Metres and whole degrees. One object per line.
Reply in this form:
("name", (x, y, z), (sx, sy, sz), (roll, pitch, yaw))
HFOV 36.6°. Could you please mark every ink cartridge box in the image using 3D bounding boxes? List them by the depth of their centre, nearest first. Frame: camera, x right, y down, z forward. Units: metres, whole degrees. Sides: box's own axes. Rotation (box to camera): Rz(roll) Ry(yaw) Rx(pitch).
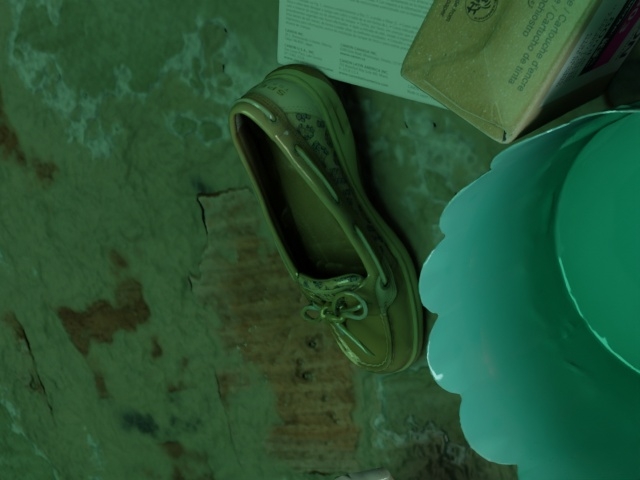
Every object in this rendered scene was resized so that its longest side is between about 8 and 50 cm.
("ink cartridge box", (0.170, -0.189, 0.586), (0.088, 0.193, 0.235), (38, 123, 18))
("ink cartridge box", (0.056, -0.223, 0.725), (0.181, 0.056, 0.225), (21, 122, 28))

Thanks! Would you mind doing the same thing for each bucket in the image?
("bucket", (0.225, 0.034, 0.619), (0.281, 0.183, 0.281), (15, 116, 34))

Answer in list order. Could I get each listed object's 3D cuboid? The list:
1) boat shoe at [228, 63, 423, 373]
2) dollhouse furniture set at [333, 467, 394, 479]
("boat shoe", (0.000, 0.000, 0.807), (0.104, 0.089, 0.285), (-11, 111, 38))
("dollhouse furniture set", (0.176, 0.313, 0.790), (0.198, 0.303, 0.286), (-109, 16, -45))
